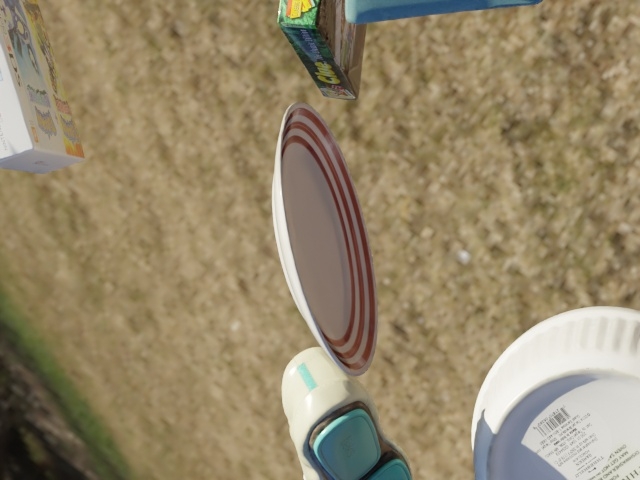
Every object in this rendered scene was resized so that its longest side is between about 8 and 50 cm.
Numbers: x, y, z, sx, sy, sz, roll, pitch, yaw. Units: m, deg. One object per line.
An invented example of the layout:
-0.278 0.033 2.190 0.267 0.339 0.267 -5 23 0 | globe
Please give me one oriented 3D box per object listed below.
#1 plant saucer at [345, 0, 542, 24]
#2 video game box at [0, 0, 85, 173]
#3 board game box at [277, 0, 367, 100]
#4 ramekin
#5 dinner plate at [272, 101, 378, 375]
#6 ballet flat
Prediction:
0.042 -0.163 0.480 0.067 0.192 0.018 -3 163 26 | plant saucer
-0.247 -0.148 1.178 0.205 0.048 0.187 -40 -65 -88 | video game box
0.015 -0.234 0.967 0.030 0.259 0.136 3 166 16 | board game box
0.209 0.160 1.122 0.207 0.207 0.109 32 -164 7 | ramekin
0.000 0.000 0.762 0.017 0.141 0.141 -11 135 17 | dinner plate
0.017 0.164 1.157 0.086 0.086 0.248 23 150 25 | ballet flat
